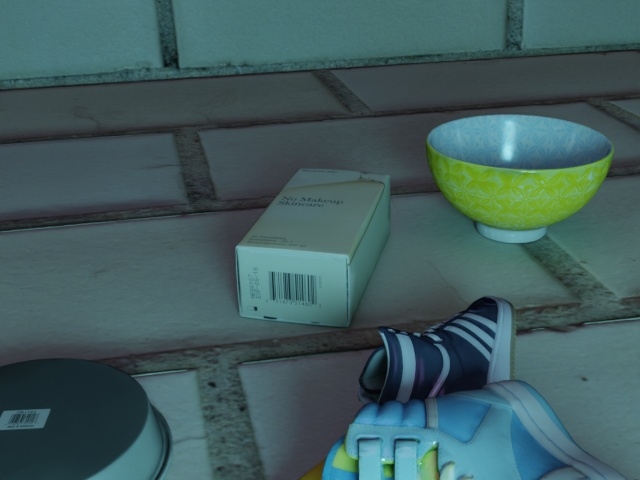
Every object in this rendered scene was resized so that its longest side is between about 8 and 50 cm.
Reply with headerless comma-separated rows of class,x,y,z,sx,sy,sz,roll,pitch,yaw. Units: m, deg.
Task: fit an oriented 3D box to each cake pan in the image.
cake pan,-0.301,0.209,0.911,0.293,0.054,0.293,-1,24,1

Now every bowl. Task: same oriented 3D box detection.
bowl,0.311,-0.088,1.418,0.289,0.156,0.289,-1,24,0

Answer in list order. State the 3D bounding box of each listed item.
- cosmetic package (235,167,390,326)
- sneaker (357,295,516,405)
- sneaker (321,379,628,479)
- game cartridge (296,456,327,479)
cosmetic package,0.000,0.000,1.292,0.160,0.113,0.309,4,26,12
sneaker,0.130,0.124,0.981,0.153,0.099,0.282,17,25,4
sneaker,0.114,0.217,0.679,0.208,0.127,0.319,-4,14,-9
game cartridge,0.089,0.284,0.729,0.323,0.053,0.285,18,31,34
